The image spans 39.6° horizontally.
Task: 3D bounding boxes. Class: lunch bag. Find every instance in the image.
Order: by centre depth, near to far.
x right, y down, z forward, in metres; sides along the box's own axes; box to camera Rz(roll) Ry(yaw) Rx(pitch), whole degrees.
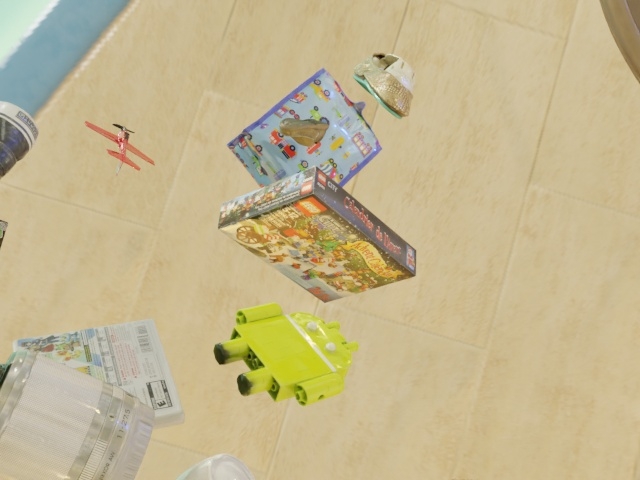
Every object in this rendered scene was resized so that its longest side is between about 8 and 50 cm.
[{"bbox_3d":[-0.009,-0.214,1.877,0.293,0.138,0.221,-42,98,-23],"label":"lunch bag"}]

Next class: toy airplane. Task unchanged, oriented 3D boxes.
[{"bbox_3d":[-0.355,-0.166,1.584,0.151,0.151,0.028,48,114,6],"label":"toy airplane"}]

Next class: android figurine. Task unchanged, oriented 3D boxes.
[{"bbox_3d":[-0.052,0.207,1.645,0.273,0.056,0.248,-10,41,-36],"label":"android figurine"}]

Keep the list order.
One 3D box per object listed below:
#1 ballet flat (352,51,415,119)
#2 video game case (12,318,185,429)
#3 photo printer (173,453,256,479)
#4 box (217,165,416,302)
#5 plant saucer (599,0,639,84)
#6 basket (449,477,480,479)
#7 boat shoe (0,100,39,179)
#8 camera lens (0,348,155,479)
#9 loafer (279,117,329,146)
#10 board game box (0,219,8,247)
[{"bbox_3d":[0.094,-0.227,1.240,0.073,0.206,0.067,39,100,-25],"label":"ballet flat"},{"bbox_3d":[-0.454,0.282,1.790,0.300,0.329,0.036,-8,122,-18],"label":"video game case"},{"bbox_3d":[-0.165,0.542,1.554,0.307,0.107,0.256,54,126,17],"label":"photo printer"},{"bbox_3d":[0.000,0.000,1.186,0.159,0.233,0.044,-19,51,33],"label":"box"},{"bbox_3d":[0.269,-0.152,0.487,0.278,0.041,0.278,2,81,-11],"label":"plant saucer"},{"bbox_3d":[0.161,0.387,0.889,0.213,0.299,0.223,28,94,21],"label":"basket"},{"bbox_3d":[-0.330,-0.072,0.751,0.183,0.065,0.083,-1,47,28],"label":"boat shoe"},{"bbox_3d":[-0.450,0.327,1.512,0.274,0.219,0.219,27,80,-16],"label":"camera lens"},{"bbox_3d":[-0.031,-0.205,1.701,0.056,0.148,0.050,20,106,29],"label":"loafer"},{"bbox_3d":[-0.606,0.075,1.466,0.030,0.136,0.259,8,80,27],"label":"board game box"}]
